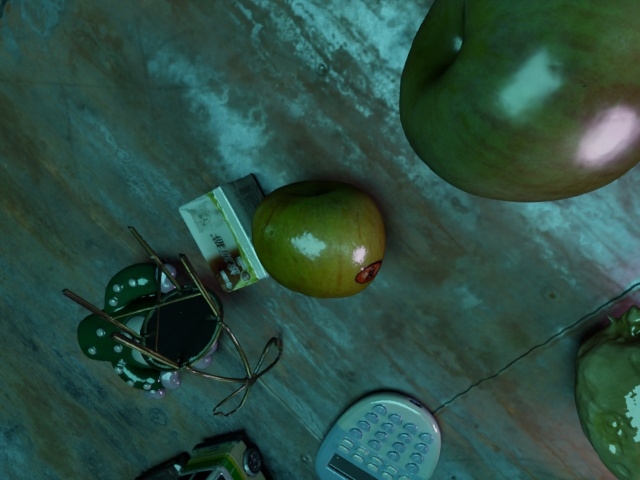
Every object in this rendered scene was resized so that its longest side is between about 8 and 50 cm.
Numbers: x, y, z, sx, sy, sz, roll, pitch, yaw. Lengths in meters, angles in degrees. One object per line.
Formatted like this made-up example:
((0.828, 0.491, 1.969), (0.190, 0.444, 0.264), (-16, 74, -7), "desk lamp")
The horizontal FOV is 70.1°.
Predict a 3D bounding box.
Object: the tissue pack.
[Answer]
((-0.129, -0.012, 0.709), (0.099, 0.106, 0.148), (-22, 100, 24), "tissue pack")

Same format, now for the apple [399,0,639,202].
((0.220, -0.164, 0.473), (0.234, 0.256, 0.256), (10, 115, -18), "apple")

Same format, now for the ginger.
((0.417, 0.217, 0.595), (0.138, 0.152, 0.267), (-1, 116, 50), "ginger")

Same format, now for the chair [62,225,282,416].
((-0.212, 0.140, 0.714), (0.170, 0.159, 0.325), (24, 158, 32), "chair")

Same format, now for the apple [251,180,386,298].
((0.000, 0.000, 0.635), (0.183, 0.182, 0.155), (5, 118, 17), "apple")

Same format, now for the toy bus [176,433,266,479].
((-0.166, 0.540, 0.883), (0.134, 0.165, 0.276), (-24, 99, 25), "toy bus")

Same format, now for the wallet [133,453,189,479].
((-0.299, 0.593, 1.011), (0.182, 0.049, 0.229), (-34, 97, 22), "wallet")

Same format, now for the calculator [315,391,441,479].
((0.094, 0.394, 0.813), (0.188, 0.042, 0.302), (30, 115, 5), "calculator")

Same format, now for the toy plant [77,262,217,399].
((-0.308, 0.164, 0.823), (0.243, 0.112, 0.232), (-36, 100, 15), "toy plant")
